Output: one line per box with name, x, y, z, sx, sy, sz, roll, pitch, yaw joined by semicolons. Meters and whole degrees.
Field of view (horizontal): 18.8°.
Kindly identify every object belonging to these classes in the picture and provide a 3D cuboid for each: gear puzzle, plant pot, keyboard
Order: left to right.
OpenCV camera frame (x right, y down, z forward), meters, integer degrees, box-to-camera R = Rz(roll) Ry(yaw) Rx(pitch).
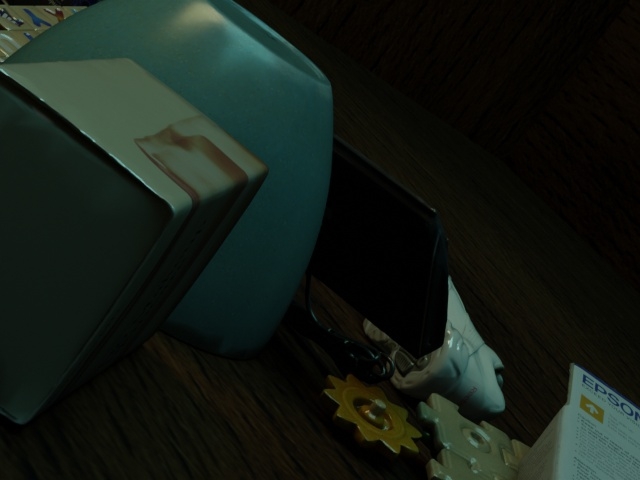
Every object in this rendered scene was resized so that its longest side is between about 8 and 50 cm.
plant pot;-0.103;-0.079;1.435;0.290;0.195;0.290;36;10;-7
keyboard;0.000;0.000;1.545;0.033;0.201;0.317;-12;34;-31
gear puzzle;0.136;0.202;1.453;0.339;0.044;0.175;31;21;-17

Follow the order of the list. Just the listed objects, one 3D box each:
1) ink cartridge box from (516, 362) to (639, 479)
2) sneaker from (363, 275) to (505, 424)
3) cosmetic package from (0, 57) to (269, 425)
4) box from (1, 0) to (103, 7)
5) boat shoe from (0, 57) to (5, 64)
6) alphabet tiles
ink cartridge box;0.280;0.269;1.388;0.324;0.071;0.330;36;22;-5
sneaker;0.110;0.100;1.741;0.115;0.090;0.232;41;17;-21
cosmetic package;-0.140;-0.011;1.126;0.129;0.153;0.296;37;11;3
box;-0.208;-0.290;1.992;0.108;0.207;0.153;44;13;31
boat shoe;-0.271;-0.138;1.586;0.100;0.035;0.035;31;13;-2
alphabet tiles;-0.220;-0.155;1.749;0.198;0.009;0.237;41;24;21
